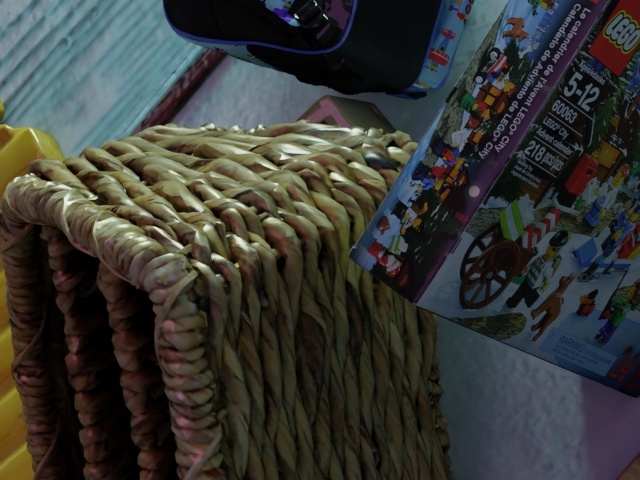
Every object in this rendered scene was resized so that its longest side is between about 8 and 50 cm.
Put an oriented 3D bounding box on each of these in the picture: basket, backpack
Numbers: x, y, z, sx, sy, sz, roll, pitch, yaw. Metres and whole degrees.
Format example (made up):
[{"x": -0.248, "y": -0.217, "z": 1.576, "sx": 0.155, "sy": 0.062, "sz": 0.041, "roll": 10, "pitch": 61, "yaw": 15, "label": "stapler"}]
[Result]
[{"x": -0.074, "y": 0.106, "z": 0.746, "sx": 0.213, "sy": 0.223, "sz": 0.299, "roll": 4, "pitch": 111, "yaw": 29, "label": "basket"}, {"x": -0.005, "y": -0.165, "z": 0.898, "sx": 0.173, "sy": 0.117, "sz": 0.158, "roll": 11, "pitch": 82, "yaw": 45, "label": "backpack"}]

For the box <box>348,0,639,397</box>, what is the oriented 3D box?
[{"x": 0.128, "y": -0.022, "z": 0.713, "sx": 0.044, "sy": 0.233, "sz": 0.159, "roll": 37, "pitch": 98, "yaw": 36, "label": "box"}]

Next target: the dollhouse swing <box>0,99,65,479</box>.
[{"x": -0.323, "y": 0.073, "z": 0.920, "sx": 0.315, "sy": 0.305, "sz": 0.347, "roll": -40, "pitch": 60, "yaw": 17, "label": "dollhouse swing"}]

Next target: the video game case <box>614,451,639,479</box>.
[{"x": 0.246, "y": 0.142, "z": 0.727, "sx": 0.285, "sy": 0.025, "sz": 0.204, "roll": -52, "pitch": 58, "yaw": 10, "label": "video game case"}]

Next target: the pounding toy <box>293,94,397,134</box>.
[{"x": 0.000, "y": 0.000, "z": 0.879, "sx": 0.141, "sy": 0.100, "sz": 0.130, "roll": -43, "pitch": 75, "yaw": 18, "label": "pounding toy"}]
